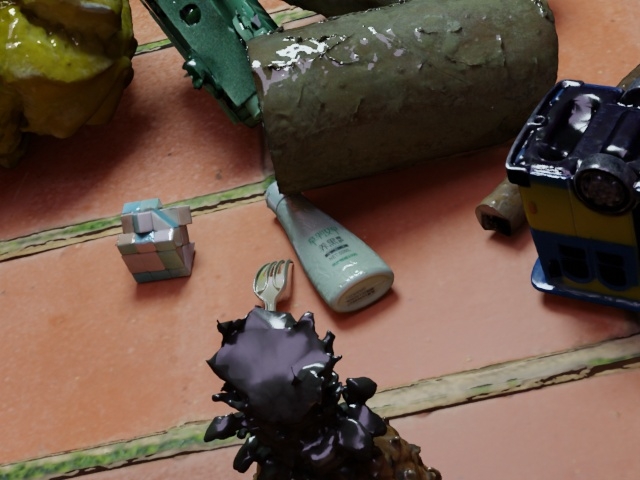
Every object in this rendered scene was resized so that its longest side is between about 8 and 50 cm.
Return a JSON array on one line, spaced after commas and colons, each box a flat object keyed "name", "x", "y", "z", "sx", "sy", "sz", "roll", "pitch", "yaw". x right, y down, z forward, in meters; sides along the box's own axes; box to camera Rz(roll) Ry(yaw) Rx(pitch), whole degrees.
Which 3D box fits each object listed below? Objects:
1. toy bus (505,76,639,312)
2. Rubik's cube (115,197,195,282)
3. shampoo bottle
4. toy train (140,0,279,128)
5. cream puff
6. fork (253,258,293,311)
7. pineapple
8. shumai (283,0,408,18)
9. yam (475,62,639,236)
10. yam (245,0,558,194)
[{"name": "toy bus", "x": 0.315, "y": -0.029, "z": 1.160, "sx": 0.287, "sy": 0.175, "sz": 0.138, "roll": 12, "pitch": 50, "yaw": 32}, {"name": "Rubik's cube", "x": -0.166, "y": -0.008, "z": 1.401, "sx": 0.075, "sy": 0.084, "sz": 0.073, "roll": 4, "pitch": 47, "yaw": 2}, {"name": "shampoo bottle", "x": 0.000, "y": 0.000, "z": 1.355, "sx": 0.069, "sy": 0.041, "sz": 0.191, "roll": -30, "pitch": 41, "yaw": -9}, {"name": "toy train", "x": -0.116, "y": -0.244, "z": 1.501, "sx": 0.115, "sy": 0.154, "sz": 0.269, "roll": -40, "pitch": 83, "yaw": 13}, {"name": "cream puff", "x": -0.349, "y": -0.225, "z": 1.575, "sx": 0.275, "sy": 0.378, "sz": 0.378, "roll": 29, "pitch": 47, "yaw": -9}, {"name": "fork", "x": -0.052, "y": 0.089, "z": 1.287, "sx": 0.034, "sy": 0.028, "sz": 0.219, "roll": -4, "pitch": 42, "yaw": 12}, {"name": "pineapple", "x": 0.007, "y": 0.157, "z": 0.999, "sx": 0.158, "sy": 0.279, "sz": 0.158, "roll": -12, "pitch": 38, "yaw": 10}, {"name": "shumai", "x": 0.079, "y": -0.398, "z": 1.527, "sx": 0.330, "sy": 0.288, "sz": 0.292, "roll": -7, "pitch": 27, "yaw": -27}, {"name": "yam", "x": 0.273, "y": -0.114, "z": 1.375, "sx": 0.327, "sy": 0.045, "sz": 0.045, "roll": -41, "pitch": 14, "yaw": -25}, {"name": "yam", "x": 0.076, "y": -0.154, "z": 1.380, "sx": 0.304, "sy": 0.168, "sz": 0.168, "roll": -14, "pitch": 39, "yaw": -11}]
